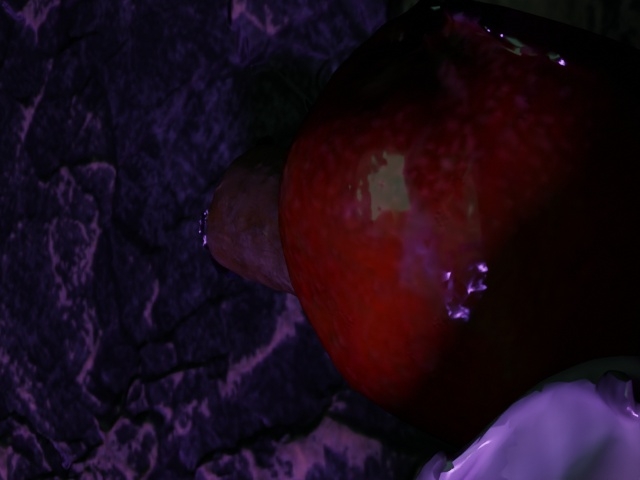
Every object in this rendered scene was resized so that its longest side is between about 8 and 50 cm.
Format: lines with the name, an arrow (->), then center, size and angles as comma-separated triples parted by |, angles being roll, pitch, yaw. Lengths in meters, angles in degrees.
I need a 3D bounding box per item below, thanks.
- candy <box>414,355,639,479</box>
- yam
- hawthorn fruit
candy -> 0.098, 0.267, 0.684 | 0.427, 0.186, 0.386 | 128, 145, -49
yam -> 0.002, -0.001, 1.042 | 0.127, 0.084, 0.084 | 23, 104, 41
hawthorn fruit -> 0.081, 0.006, 0.900 | 0.189, 0.189, 0.251 | 10, 113, 47
